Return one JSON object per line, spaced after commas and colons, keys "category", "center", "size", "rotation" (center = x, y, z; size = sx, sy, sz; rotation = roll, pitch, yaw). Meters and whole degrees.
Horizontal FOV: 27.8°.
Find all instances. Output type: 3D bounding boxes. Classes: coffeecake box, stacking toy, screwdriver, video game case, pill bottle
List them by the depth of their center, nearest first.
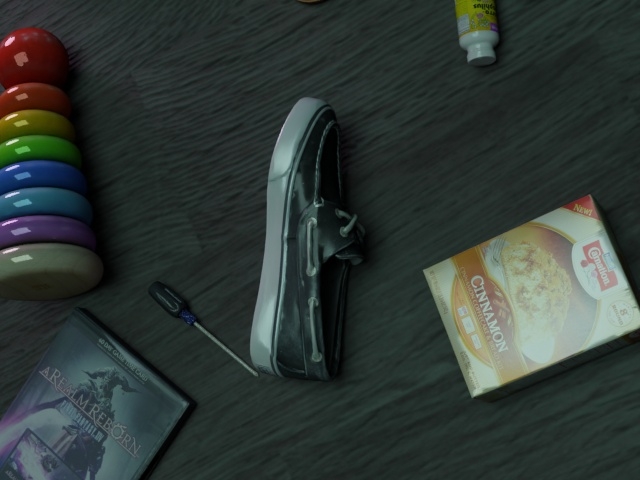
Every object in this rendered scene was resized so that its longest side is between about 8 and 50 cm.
{"category": "coffeecake box", "center": [0.218, 0.060, 1.290], "size": [0.185, 0.068, 0.142], "rotation": [-26, 70, 17]}
{"category": "pill bottle", "center": [0.167, -0.230, 1.379], "size": [0.043, 0.043, 0.083], "rotation": [-11, 77, 21]}
{"category": "screwdriver", "center": [-0.133, 0.101, 1.459], "size": [0.170, 0.025, 0.024], "rotation": [39, 97, 25]}
{"category": "video game case", "center": [-0.289, 0.243, 1.501], "size": [0.196, 0.026, 0.274], "rotation": [36, 96, 25]}
{"category": "stacking toy", "center": [-0.339, -0.102, 1.532], "size": [0.141, 0.141, 0.330], "rotation": [-14, 71, 21]}

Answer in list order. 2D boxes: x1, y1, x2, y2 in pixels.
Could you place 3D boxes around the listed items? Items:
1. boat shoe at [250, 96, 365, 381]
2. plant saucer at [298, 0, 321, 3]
{"category": "boat shoe", "center": [0.000, 0.000, 1.376], "size": [0.102, 0.108, 0.301], "rotation": [7, 86, 25]}
{"category": "plant saucer", "center": [-0.007, -0.312, 1.487], "size": [0.083, 0.013, 0.083], "rotation": [-5, 78, 24]}
